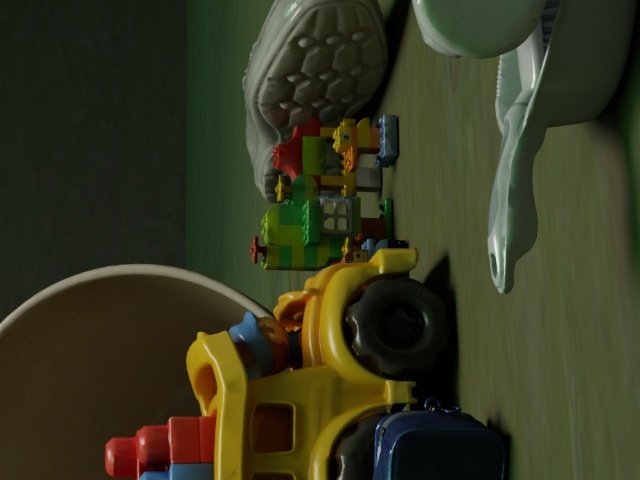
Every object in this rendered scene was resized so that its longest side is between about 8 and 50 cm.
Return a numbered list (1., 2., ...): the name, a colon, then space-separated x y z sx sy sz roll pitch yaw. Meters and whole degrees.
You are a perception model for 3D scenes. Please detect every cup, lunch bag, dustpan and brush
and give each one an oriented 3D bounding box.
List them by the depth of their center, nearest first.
1. dustpan and brush: 0.102 -0.076 0.771 0.147 0.060 0.211 117 154 -69
2. lunch bag: 0.063 0.137 0.944 0.065 0.067 0.098 -167 81 -80
3. cup: -0.105 0.190 1.372 0.237 0.331 0.331 13 -102 -73

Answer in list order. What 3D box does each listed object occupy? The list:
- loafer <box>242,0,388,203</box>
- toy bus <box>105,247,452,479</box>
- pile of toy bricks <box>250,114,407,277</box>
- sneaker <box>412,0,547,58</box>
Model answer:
1. loafer: -0.015 -0.136 1.359 0.319 0.112 0.111 111 151 -65
2. toy bus: -0.029 0.118 1.080 0.149 0.211 0.220 111 161 -67
3. pile of toy bricks: 0.000 0.000 1.248 0.118 0.105 0.212 122 149 -72
4. sneaker: 0.085 -0.182 0.736 0.094 0.080 0.212 -135 67 -83
